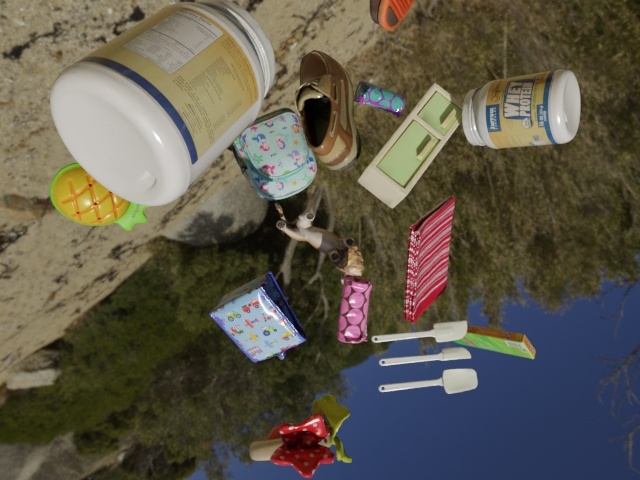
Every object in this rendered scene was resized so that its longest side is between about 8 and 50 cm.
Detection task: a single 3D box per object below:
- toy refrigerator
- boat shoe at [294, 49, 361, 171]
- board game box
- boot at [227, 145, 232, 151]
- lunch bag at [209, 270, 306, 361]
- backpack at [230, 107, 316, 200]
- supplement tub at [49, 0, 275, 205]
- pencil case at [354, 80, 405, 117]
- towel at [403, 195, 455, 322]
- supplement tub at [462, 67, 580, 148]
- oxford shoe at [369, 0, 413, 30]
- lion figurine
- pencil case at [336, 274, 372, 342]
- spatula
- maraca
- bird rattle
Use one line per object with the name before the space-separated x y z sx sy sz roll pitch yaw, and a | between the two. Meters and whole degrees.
toy refrigerator | 0.206 -0.211 1.059 0.269 0.102 0.094 -51 180 -19
boat shoe | 0.005 -0.313 1.093 0.122 0.120 0.324 -30 -121 29
board game box | 0.515 0.306 1.498 0.259 0.124 0.039 1 -122 41
boot | -0.229 -0.388 1.716 0.246 0.207 0.094 -50 -167 26
lunch bag | -0.202 0.296 1.689 0.220 0.293 0.138 -28 -167 16
backpack | -0.132 -0.250 1.449 0.225 0.254 0.191 -24 -169 -13
supplement tub | -0.229 -0.232 0.773 0.228 0.228 0.316 -30 -159 49
pencil case | 0.171 -0.411 1.406 0.064 0.151 0.070 -32 -126 56
towel | 0.270 0.049 1.179 0.031 0.275 0.199 21 -141 34
supplement tub | 0.413 -0.266 1.000 0.199 0.144 0.144 3 -139 42
oxford shoe | 0.097 -0.432 0.683 0.097 0.098 0.272 14 88 -66
lion figurine | 0.000 0.000 1.758 0.142 0.392 0.240 -51 176 -5
pencil case | 0.111 0.218 1.537 0.098 0.210 0.095 7 -173 16
spatula | 0.253 0.292 1.182 0.241 0.168 0.019 -6 172 -2
maraca | -0.417 -0.083 0.933 0.127 0.185 0.099 -60 -142 16
bird rattle | -0.043 0.407 0.953 0.206 0.143 0.253 -20 169 22
